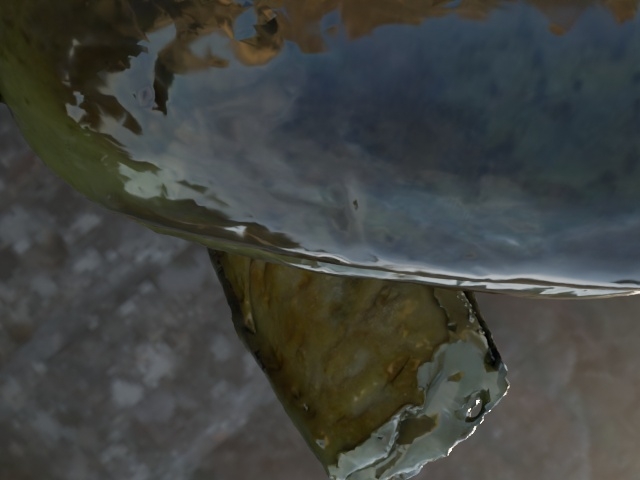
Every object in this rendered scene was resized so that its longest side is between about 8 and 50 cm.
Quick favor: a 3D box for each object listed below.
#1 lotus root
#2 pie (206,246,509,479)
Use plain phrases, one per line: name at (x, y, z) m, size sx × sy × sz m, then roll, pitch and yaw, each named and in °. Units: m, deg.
lotus root at (0.046, -0.064, 0.405) m, size 0.275 × 0.160 × 0.152 m, roll 6°, pitch 165°, yaw -7°
pie at (0.000, 0.000, 0.792) m, size 0.068 × 0.282 × 0.128 m, roll 26°, pitch 115°, yaw -39°
